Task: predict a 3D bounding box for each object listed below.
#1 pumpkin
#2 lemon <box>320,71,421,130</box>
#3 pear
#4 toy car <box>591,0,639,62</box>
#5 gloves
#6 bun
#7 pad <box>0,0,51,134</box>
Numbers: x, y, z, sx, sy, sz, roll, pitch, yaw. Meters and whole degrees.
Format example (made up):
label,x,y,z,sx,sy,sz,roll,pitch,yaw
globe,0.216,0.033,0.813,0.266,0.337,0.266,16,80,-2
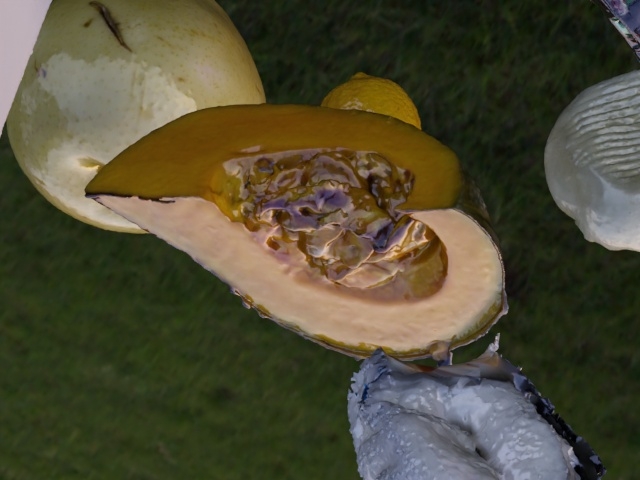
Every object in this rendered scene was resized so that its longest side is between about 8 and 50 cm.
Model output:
label,x,y,z,sx,sy,sz,roll,pitch,yaw
pumpkin,-0.002,-0.003,0.963,0.278,0.111,0.163,3,134,15
lemon,0.060,-0.127,1.801,0.142,0.142,0.187,-4,88,27
pear,-0.209,-0.161,1.604,0.309,0.309,0.309,13,132,15
toy car,0.223,-0.161,0.932,0.069,0.055,0.142,-32,122,27
gloves,0.075,0.116,0.680,0.114,0.153,0.070,-2,121,-13
bun,0.417,-0.096,1.808,0.259,0.259,0.160,8,148,19
pad,-0.190,-0.163,0.806,0.004,0.232,0.156,-2,133,8
